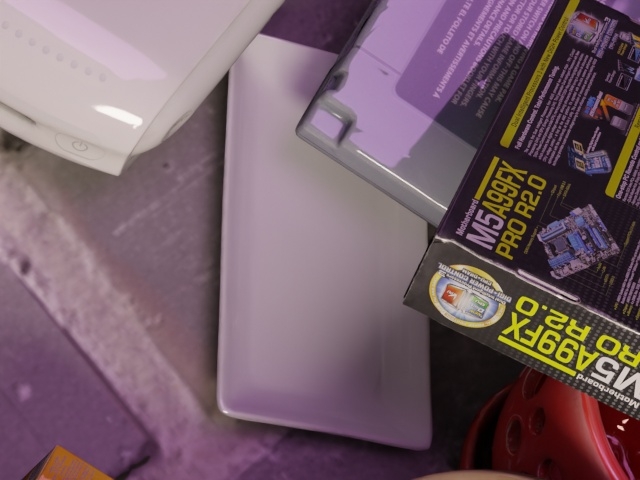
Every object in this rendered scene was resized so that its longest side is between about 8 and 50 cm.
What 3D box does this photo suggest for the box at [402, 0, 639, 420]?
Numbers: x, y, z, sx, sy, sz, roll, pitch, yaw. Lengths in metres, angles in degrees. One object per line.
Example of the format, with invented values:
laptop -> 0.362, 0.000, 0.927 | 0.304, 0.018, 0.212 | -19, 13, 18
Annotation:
box -> 0.192, -0.016, 1.082 | 0.216, 0.060, 0.270 | 25, 43, 4

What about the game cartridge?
game cartridge -> 0.136, -0.136, 1.234 | 0.198, 0.062, 0.297 | 35, 71, -12

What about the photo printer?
photo printer -> -0.142, -0.202, 1.151 | 0.256, 0.107, 0.307 | 37, 58, -1

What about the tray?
tray -> 0.000, 0.000, 1.187 | 0.145, 0.030, 0.270 | 12, 61, -22

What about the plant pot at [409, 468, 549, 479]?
plant pot -> 0.099, 0.243, 1.038 | 0.237, 0.237, 0.110 | 63, 15, 12

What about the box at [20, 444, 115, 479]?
box -> -0.104, 0.168, 1.015 | 0.136, 0.081, 0.028 | 32, 54, -11

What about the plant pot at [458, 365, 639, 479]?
plant pot -> 0.192, 0.134, 1.134 | 0.191, 0.174, 0.191 | 12, 62, -23
